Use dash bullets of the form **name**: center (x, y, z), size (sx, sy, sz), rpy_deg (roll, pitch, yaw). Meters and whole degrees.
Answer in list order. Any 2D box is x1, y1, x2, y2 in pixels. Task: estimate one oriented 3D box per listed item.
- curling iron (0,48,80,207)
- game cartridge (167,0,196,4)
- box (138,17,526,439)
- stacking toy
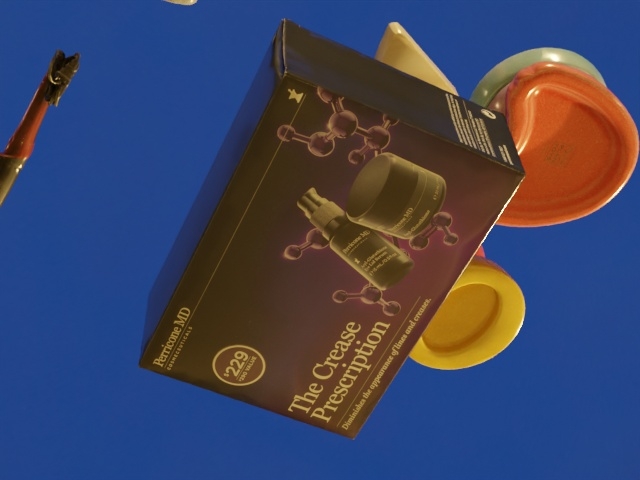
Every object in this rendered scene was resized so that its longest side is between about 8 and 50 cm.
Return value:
- **curling iron**: center (-0.355, -0.103, 1.329), size (0.035, 0.068, 0.274), rpy_deg (30, -89, -13)
- **game cartridge**: center (-0.275, -0.417, 1.419), size (0.294, 0.060, 0.196), rpy_deg (14, -51, -7)
- **box**: center (0.000, 0.000, 0.839), size (0.184, 0.103, 0.261), rpy_deg (22, -61, -13)
- **stacking toy**: center (0.099, -0.061, 1.014), size (0.279, 0.130, 0.309), rpy_deg (23, -62, -23)
